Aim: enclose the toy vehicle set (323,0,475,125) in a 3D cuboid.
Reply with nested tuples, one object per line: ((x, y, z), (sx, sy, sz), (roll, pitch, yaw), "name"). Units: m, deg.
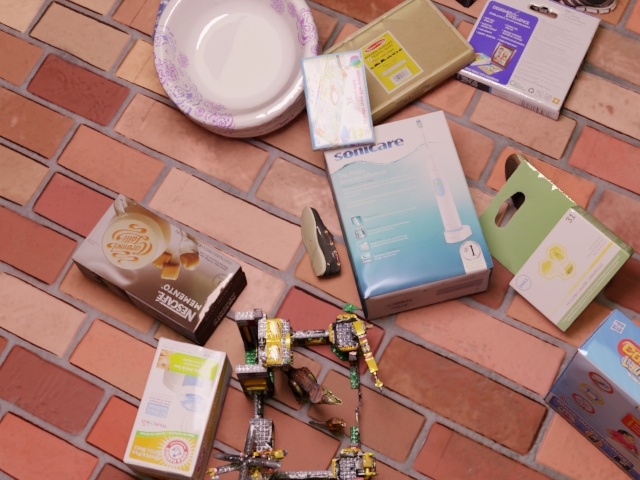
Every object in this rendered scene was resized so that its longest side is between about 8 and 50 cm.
((0.119, -0.315, 1.942), (0.267, 0.035, 0.166), (-32, 63, -4), "toy vehicle set")

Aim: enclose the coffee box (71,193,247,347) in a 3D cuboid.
((-0.264, 0.050, 1.802), (0.246, 0.098, 0.141), (31, 73, 13), "coffee box")

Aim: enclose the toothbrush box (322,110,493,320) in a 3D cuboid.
((0.139, -0.043, 1.810), (0.216, 0.126, 0.295), (-15, 69, -3), "toothbrush box")

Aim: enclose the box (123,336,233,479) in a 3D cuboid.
((-0.220, 0.272, 1.711), (0.114, 0.103, 0.203), (12, 69, 7), "box")

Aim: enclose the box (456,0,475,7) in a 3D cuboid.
((0.247, -0.595, 2.060), (0.270, 0.060, 0.216), (40, 74, 15), "box")

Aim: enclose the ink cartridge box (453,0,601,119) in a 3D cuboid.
((0.372, -0.345, 1.964), (0.206, 0.045, 0.208), (24, 73, 12), "ink cartridge box")

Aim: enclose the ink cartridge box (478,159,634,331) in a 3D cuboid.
((0.365, 0.007, 1.774), (0.235, 0.056, 0.171), (42, 115, 15), "ink cartridge box")

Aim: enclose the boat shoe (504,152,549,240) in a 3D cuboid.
((0.376, -0.064, 1.850), (0.072, 0.068, 0.190), (-16, 80, -19), "boat shoe")

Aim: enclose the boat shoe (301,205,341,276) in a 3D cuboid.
((-0.001, 0.001, 1.845), (0.042, 0.049, 0.133), (-1, 58, -29), "boat shoe")

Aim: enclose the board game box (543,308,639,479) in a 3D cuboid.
((0.489, 0.272, 1.581), (0.308, 0.302, 0.086), (42, 75, 16), "board game box")

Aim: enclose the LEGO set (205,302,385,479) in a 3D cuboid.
((-0.027, 0.239, 1.669), (0.255, 0.192, 0.331), (5, 69, 4), "LEGO set")

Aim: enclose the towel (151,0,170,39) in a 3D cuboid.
((-0.156, -0.498, 2.003), (0.243, 0.040, 0.336), (16, 89, 7), "towel")

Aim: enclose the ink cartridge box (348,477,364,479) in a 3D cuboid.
((-0.023, 0.429, 1.609), (0.198, 0.115, 0.067), (-9, 36, -10), "ink cartridge box")

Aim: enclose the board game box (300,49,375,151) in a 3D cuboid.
((0.028, -0.229, 1.787), (0.103, 0.026, 0.154), (-8, 85, 1), "board game box")

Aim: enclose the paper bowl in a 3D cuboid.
((-0.137, -0.321, 1.896), (0.284, 0.148, 0.284), (-1, 84, 8), "paper bowl")

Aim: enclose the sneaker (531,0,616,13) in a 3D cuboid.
((0.461, -0.457, 1.990), (0.170, 0.075, 0.063), (5, 69, 4), "sneaker")
